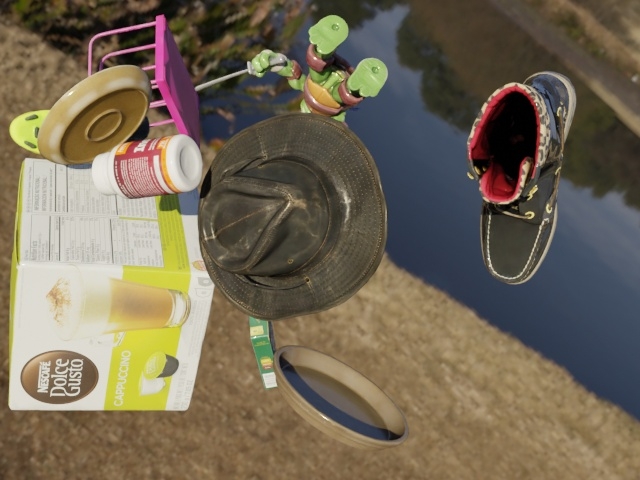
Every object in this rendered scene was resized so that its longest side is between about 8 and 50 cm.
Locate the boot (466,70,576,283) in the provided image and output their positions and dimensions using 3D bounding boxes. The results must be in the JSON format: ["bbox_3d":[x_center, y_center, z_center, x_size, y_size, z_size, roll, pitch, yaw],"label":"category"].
[{"bbox_3d":[0.319,-0.094,1.665,0.138,0.377,0.284,18,14,19],"label":"boot"}]

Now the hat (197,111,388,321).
[{"bbox_3d":[-0.076,-0.037,1.437,0.331,0.331,0.134,50,21,22],"label":"hat"}]

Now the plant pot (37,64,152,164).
[{"bbox_3d":[-0.390,-0.212,1.786,0.032,0.236,0.236,48,22,16],"label":"plant pot"}]

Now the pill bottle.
[{"bbox_3d":[-0.258,-0.106,1.491,0.086,0.152,0.086,-6,90,-66],"label":"pill bottle"}]

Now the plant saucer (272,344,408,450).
[{"bbox_3d":[0.030,0.283,1.791,0.278,0.041,0.278,30,14,-8],"label":"plant saucer"}]

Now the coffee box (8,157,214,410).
[{"bbox_3d":[-0.403,0.084,1.880,0.334,0.337,0.338,4,35,-17],"label":"coffee box"}]

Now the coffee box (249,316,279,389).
[{"bbox_3d":[-0.115,0.215,2.113,0.184,0.040,0.113,79,3,-45],"label":"coffee box"}]

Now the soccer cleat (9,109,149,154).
[{"bbox_3d":[-0.484,-0.218,2.018,0.289,0.093,0.121,-9,11,-35],"label":"soccer cleat"}]

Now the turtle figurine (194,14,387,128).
[{"bbox_3d":[-0.025,-0.215,1.589,0.275,0.266,0.197,-7,75,-21],"label":"turtle figurine"}]

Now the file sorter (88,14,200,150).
[{"bbox_3d":[-0.408,-0.337,2.357,0.290,0.182,0.202,72,10,-56],"label":"file sorter"}]
